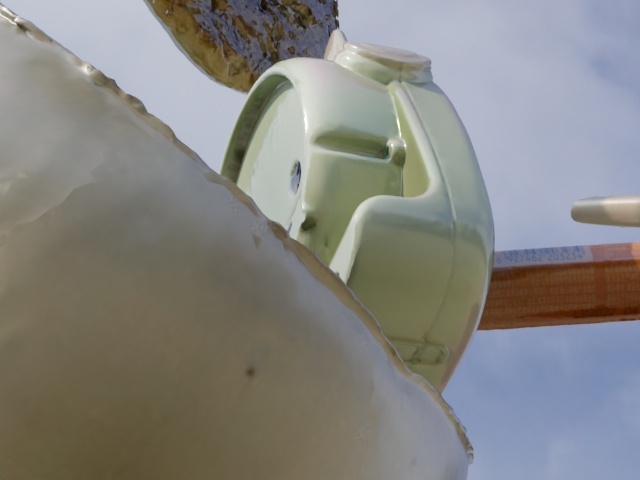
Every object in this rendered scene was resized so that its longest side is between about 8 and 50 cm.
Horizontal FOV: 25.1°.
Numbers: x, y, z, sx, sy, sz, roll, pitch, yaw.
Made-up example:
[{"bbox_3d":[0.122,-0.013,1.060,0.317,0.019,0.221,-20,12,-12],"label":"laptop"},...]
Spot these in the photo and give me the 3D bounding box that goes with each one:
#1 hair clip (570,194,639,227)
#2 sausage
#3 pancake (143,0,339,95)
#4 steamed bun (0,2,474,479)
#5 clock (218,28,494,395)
[{"bbox_3d":[0.332,-0.027,1.255,0.226,0.072,0.034,-2,-84,10],"label":"hair clip"},{"bbox_3d":[0.218,0.026,0.931,0.348,0.053,0.053,-4,-54,2],"label":"sausage"},{"bbox_3d":[-0.081,-0.297,1.419,0.065,0.356,0.356,-20,-54,34],"label":"pancake"},{"bbox_3d":[-0.110,0.071,0.529,0.206,0.324,0.324,-50,-61,-11],"label":"steamed bun"},{"bbox_3d":[0.000,0.000,0.970,0.109,0.324,0.265,9,-51,-19],"label":"clock"}]
